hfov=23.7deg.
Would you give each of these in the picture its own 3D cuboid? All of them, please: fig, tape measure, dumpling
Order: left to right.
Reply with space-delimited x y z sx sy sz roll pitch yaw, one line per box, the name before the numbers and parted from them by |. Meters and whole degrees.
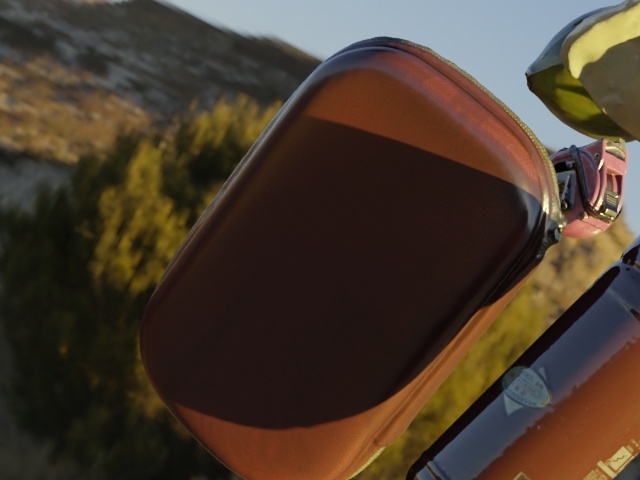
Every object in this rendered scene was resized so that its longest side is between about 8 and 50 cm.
tape measure | 0.328 -0.067 1.937 0.074 0.125 0.118 22 -25 -37
fig | 0.403 -0.241 2.214 0.225 0.203 0.203 -1 3 -7
dumpling | 0.462 -0.206 1.575 0.395 0.233 0.315 4 -16 -36

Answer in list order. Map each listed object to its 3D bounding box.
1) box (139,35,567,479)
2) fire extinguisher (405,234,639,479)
box | 0.017 0.026 1.317 0.263 0.404 0.108 42 17 12
fire extinguisher | 0.165 0.149 1.133 0.114 0.337 0.135 44 3 8
